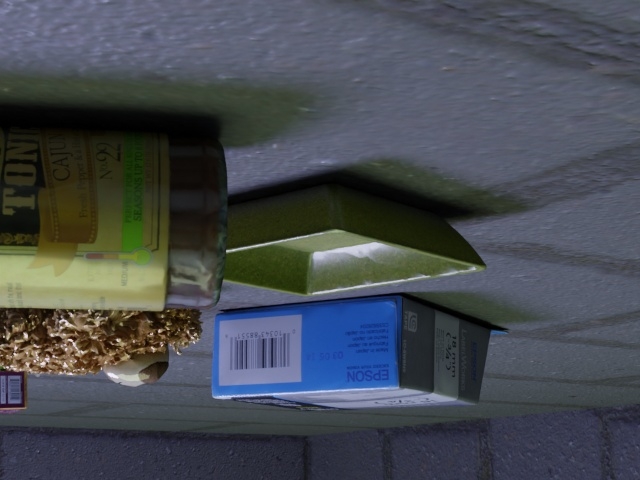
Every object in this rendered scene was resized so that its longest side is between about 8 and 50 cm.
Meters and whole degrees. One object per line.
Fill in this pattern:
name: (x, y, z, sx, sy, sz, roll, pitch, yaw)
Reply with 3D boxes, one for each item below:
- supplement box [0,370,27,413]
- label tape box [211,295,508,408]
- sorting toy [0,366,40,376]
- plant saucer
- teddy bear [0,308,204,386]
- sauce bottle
supplement box: (-0.443, 0.214, 1.753, 0.043, 0.055, 0.083, 2, 166, -26)
label tape box: (0.061, 0.148, 1.494, 0.241, 0.105, 0.334, -7, 166, 28)
sorting toy: (-0.503, 0.181, 1.776, 0.208, 0.038, 0.193, 3, 167, -15)
plant saucer: (0.000, 0.000, 0.950, 0.188, 0.045, 0.188, -10, 165, 39)
teddy bear: (-0.240, 0.094, 1.226, 0.338, 0.113, 0.245, -8, 168, 33)
sauce bottle: (-0.227, -0.014, 0.722, 0.344, 0.111, 0.111, 0, 168, -11)
